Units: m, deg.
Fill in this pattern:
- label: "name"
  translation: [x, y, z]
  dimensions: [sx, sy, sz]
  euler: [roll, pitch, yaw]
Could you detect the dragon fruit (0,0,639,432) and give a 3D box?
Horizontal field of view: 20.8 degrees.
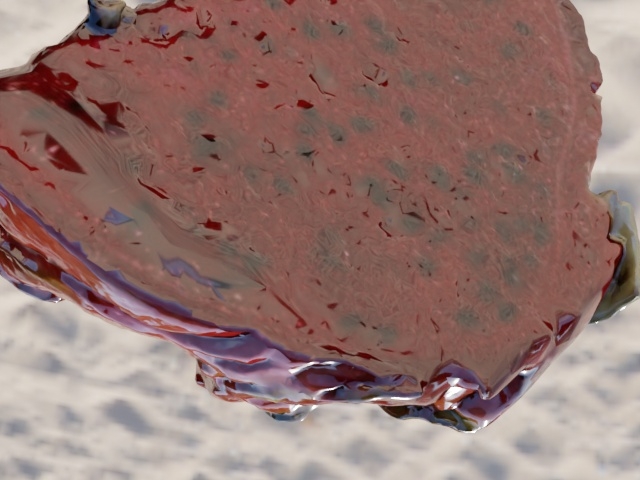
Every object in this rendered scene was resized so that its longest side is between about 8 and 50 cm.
- label: "dragon fruit"
  translation: [0.000, 0.000, 0.367]
  dimensions: [0.106, 0.162, 0.083]
  euler: [50, 135, 13]
